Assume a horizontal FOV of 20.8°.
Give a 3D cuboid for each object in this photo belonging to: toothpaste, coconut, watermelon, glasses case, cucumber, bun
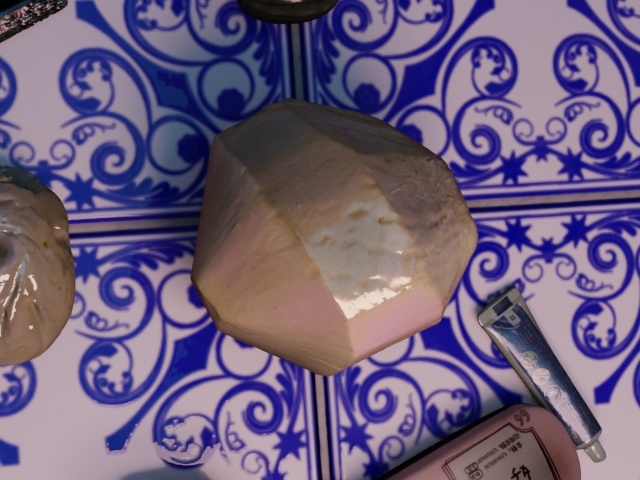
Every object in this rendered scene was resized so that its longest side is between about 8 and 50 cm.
[{"bbox_3d":[0.226,0.139,1.725,0.057,0.035,0.197,-37,97,-22],"label":"toothpaste"},{"bbox_3d":[0.000,0.000,1.553,0.259,0.259,0.259,0,88,-18],"label":"coconut"},{"bbox_3d":[-0.032,-0.241,1.629,0.111,0.078,0.078,-8,91,-18],"label":"watermelon"},{"bbox_3d":[0.110,0.266,1.661,0.314,0.075,0.122,-28,99,-17],"label":"glasses case"},{"bbox_3d":[-0.302,-0.191,1.558,0.163,0.039,0.043,-33,78,-18],"label":"cucumber"},{"bbox_3d":[-0.295,0.013,1.509,0.179,0.128,0.193,9,84,-17],"label":"bun"}]
